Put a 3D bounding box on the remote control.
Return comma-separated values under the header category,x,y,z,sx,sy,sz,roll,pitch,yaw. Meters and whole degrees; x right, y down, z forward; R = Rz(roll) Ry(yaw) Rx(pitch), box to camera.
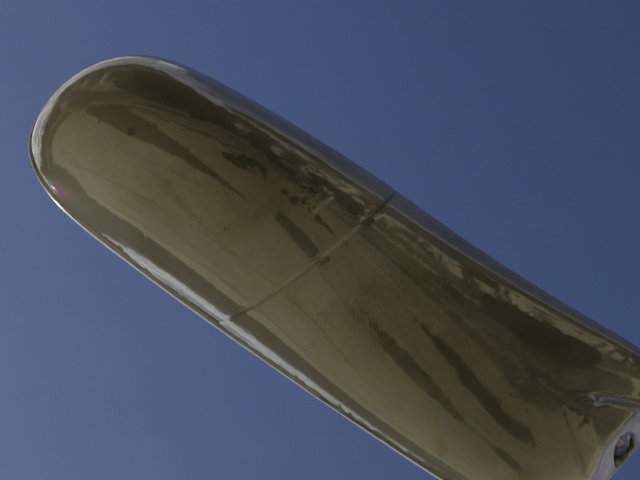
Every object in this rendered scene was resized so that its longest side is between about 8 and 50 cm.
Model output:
category,x,y,z,sx,sy,sz,roll,pitch,yaw
remote control,0.000,0.000,0.509,0.229,0.073,0.044,33,-37,28
